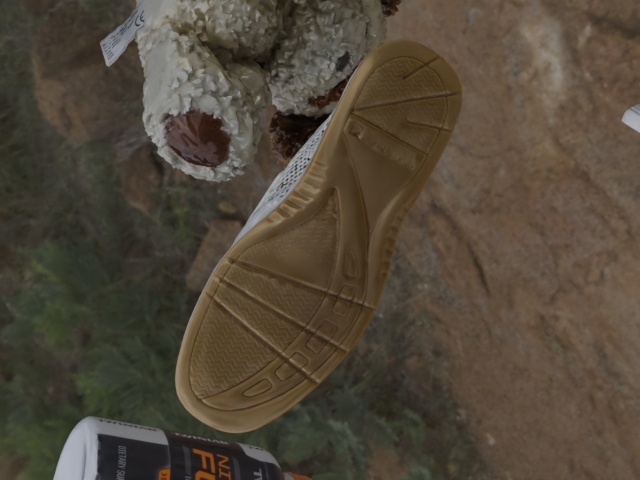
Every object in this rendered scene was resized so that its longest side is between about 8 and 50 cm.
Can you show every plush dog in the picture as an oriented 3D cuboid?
[{"bbox_3d":[-0.039,-0.185,0.760,0.210,0.225,0.262,42,109,45],"label":"plush dog"}]

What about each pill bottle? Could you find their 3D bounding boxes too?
[{"bbox_3d":[-0.122,0.252,0.834,0.130,0.245,0.130,-39,42,48],"label":"pill bottle"}]

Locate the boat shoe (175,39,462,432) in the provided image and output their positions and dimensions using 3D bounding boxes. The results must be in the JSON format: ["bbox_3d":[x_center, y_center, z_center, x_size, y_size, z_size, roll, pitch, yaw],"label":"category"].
[{"bbox_3d":[0.000,0.000,0.583,0.098,0.277,0.096,34,172,-6],"label":"boat shoe"}]

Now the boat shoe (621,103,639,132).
[{"bbox_3d":[0.379,-0.111,0.838,0.066,0.184,0.063,-100,26,-64],"label":"boat shoe"}]
